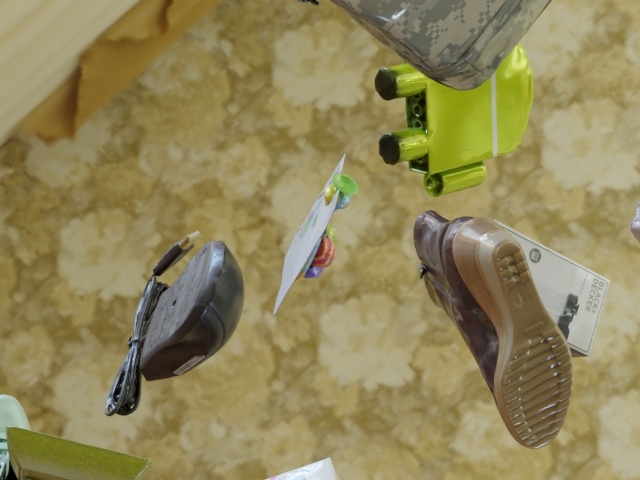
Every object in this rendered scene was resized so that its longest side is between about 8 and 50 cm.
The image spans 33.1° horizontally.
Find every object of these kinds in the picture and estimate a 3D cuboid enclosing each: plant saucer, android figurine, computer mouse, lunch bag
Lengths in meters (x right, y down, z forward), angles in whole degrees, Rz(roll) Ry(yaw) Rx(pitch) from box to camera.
[{"bbox_3d":[-0.324,0.300,1.410,0.188,0.045,0.188,16,-23,-9],"label":"plant saucer"},{"bbox_3d":[0.186,-0.186,1.423,0.056,0.272,0.248,16,-62,49],"label":"android figurine"},{"bbox_3d":[-0.122,0.058,1.043,0.060,0.262,0.184,25,50,-17],"label":"computer mouse"},{"bbox_3d":[0.114,-0.310,0.936,0.212,0.305,0.256,44,15,19],"label":"lunch bag"}]

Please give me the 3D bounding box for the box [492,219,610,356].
[{"bbox_3d":[0.406,0.096,2.081,0.290,0.169,0.087,27,-18,-19],"label":"box"}]

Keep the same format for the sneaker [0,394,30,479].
[{"bbox_3d":[-0.499,0.347,1.760,0.094,0.151,0.256,8,53,-28],"label":"sneaker"}]

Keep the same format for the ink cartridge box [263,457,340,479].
[{"bbox_3d":[-0.040,0.556,2.107,0.119,0.353,0.207,-105,176,-49],"label":"ink cartridge box"}]

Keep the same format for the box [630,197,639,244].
[{"bbox_3d":[0.524,-0.007,1.234,0.324,0.067,0.063,11,-21,38],"label":"box"}]

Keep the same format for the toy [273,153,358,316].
[{"bbox_3d":[0.000,0.000,1.617,0.056,0.237,0.137,20,40,-8],"label":"toy"}]

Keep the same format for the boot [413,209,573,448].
[{"bbox_3d":[0.184,0.089,1.190,0.207,0.090,0.248,-158,-127,-71],"label":"boot"}]
